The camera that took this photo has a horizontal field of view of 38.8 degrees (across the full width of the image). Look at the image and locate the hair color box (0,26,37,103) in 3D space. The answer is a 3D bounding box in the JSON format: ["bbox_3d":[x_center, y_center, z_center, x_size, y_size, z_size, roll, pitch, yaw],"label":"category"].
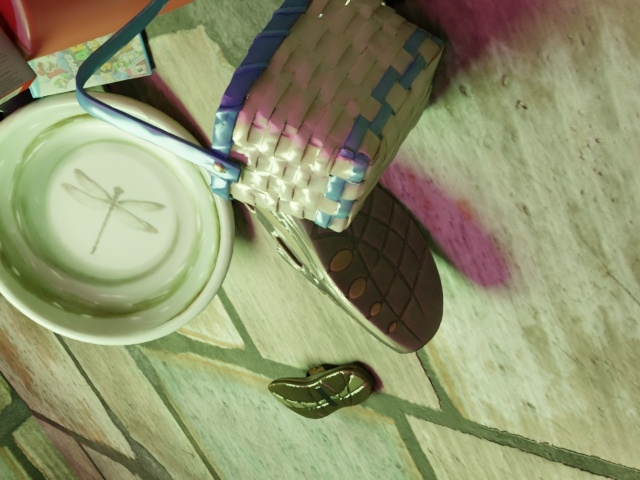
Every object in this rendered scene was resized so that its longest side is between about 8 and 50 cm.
[{"bbox_3d":[-0.358,-0.199,0.906,0.141,0.072,0.043,55,149,-11],"label":"hair color box"}]

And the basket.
[{"bbox_3d":[-0.053,-0.154,0.873,0.289,0.254,0.201,32,151,4],"label":"basket"}]

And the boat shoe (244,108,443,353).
[{"bbox_3d":[0.014,-0.014,1.101,0.355,0.132,0.130,53,160,8],"label":"boat shoe"}]

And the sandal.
[{"bbox_3d":[0.005,0.229,1.449,0.090,0.060,0.219,49,136,-14],"label":"sandal"}]

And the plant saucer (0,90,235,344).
[{"bbox_3d":[-0.322,-0.037,1.369,0.401,0.100,0.400,2,112,4],"label":"plant saucer"}]

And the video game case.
[{"bbox_3d":[-0.320,-0.258,1.210,0.015,0.166,0.119,-103,2,-47],"label":"video game case"}]

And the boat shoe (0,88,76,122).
[{"bbox_3d":[-0.452,-0.264,1.307,0.187,0.156,0.500,17,147,5],"label":"boat shoe"}]

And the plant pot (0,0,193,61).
[{"bbox_3d":[-0.281,-0.330,0.968,0.275,0.243,0.275,33,148,24],"label":"plant pot"}]
